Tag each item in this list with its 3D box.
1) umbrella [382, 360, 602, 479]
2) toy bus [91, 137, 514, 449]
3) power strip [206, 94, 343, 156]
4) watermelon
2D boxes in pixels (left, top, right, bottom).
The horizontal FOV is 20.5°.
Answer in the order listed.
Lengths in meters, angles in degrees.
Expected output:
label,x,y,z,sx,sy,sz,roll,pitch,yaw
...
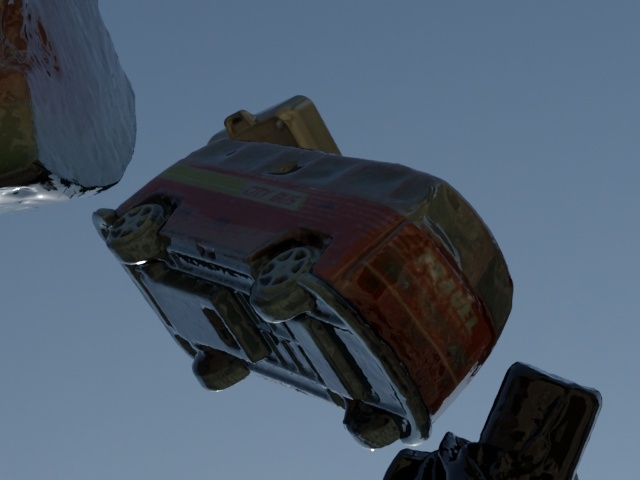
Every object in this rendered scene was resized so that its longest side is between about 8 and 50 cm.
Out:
label,x,y,z,sx,sy,sz,roll,pitch,yaw
umbrella,0.041,0.177,0.686,0.122,0.110,0.272,18,-83,-61
toy bus,-0.007,0.017,0.932,0.120,0.265,0.121,-43,-63,-20
power strip,0.000,0.000,1.097,0.035,0.081,0.192,-40,-77,-45
watermelon,-0.164,-0.082,0.629,0.207,0.202,0.136,9,-29,-7
